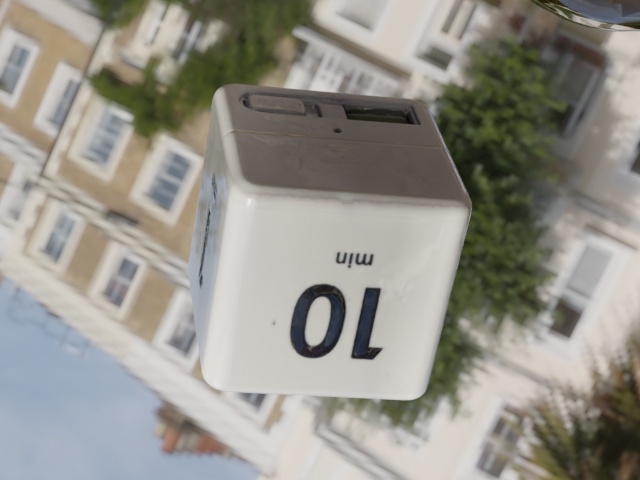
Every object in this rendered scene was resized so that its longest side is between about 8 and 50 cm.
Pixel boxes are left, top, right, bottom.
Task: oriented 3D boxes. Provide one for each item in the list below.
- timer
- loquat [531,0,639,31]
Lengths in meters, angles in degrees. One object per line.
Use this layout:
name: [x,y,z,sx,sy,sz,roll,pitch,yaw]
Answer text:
timer: [0.000,0.000,1.317,0.192,0.195,0.194,4,-150,-12]
loquat: [0.159,-0.229,0.737,0.263,0.263,0.263,24,-170,-5]
